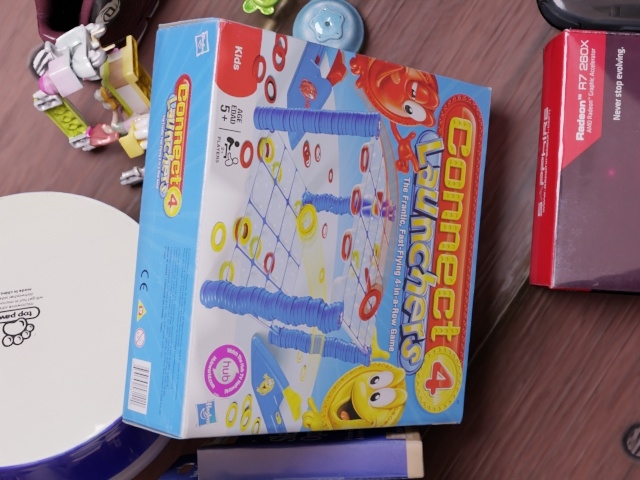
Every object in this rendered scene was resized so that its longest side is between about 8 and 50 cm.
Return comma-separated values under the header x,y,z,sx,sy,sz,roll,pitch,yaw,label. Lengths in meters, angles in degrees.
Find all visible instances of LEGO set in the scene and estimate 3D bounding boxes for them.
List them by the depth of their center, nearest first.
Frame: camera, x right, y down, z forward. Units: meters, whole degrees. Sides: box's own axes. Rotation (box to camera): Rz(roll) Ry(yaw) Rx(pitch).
x,y,z,sx,sy,sz,roll,pitch,yaw,label
-0.173,-0.063,0.979,0.107,0.132,0.287,-18,122,13,LEGO set

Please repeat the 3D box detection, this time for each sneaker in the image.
x,y,z,sx,sy,sz,roll,pitch,yaw,label
-0.165,-0.277,0.954,0.106,0.162,0.281,26,91,3,sneaker

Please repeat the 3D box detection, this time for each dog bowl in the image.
x,y,z,sx,sy,sz,roll,pitch,yaw,label
-0.244,0.091,0.920,0.265,0.104,0.264,-2,56,3,dog bowl

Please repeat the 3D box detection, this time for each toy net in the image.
x,y,z,sx,sy,sz,roll,pitch,yaw,label
0.034,-0.278,1.007,0.122,0.045,0.232,37,89,4,toy net

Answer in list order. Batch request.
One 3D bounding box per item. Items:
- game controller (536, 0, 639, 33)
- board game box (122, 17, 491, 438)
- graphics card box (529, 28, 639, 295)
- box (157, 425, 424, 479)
x,y,z,sx,sy,sz,roll,pitch,yaw,label
0.360,-0.263,0.990,0.319,0.067,0.166,4,75,2,game controller
0.000,0.000,0.890,0.302,0.086,0.308,5,90,-41,board game box
0.383,-0.060,0.962,0.371,0.094,0.232,4,89,2,graphics card box
-0.024,0.184,0.953,0.225,0.136,0.036,-4,90,2,box
